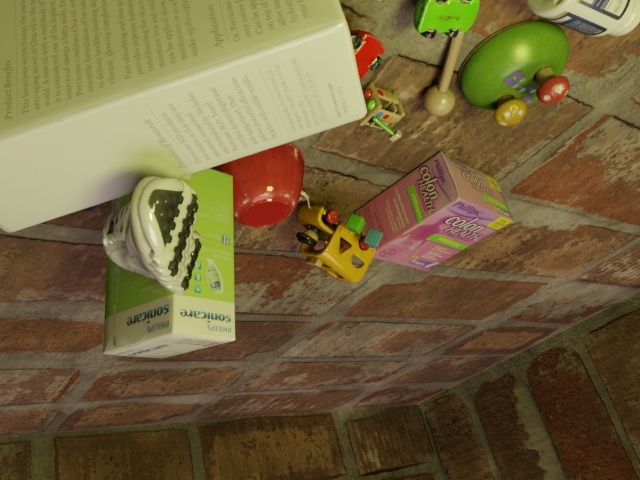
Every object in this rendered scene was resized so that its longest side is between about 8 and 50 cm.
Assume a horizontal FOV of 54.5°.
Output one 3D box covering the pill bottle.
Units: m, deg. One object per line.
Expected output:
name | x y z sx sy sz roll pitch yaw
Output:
pill bottle | 0.378 -0.343 0.876 0.170 0.094 0.094 5 147 -33

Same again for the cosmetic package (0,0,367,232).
cosmetic package | -0.200 -0.199 0.709 0.454 0.230 0.161 -17 153 4

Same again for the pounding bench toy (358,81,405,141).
pounding bench toy | 0.095 -0.203 1.005 0.065 0.083 0.052 8 145 -39

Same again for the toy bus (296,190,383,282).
toy bus | 0.011 0.006 1.247 0.202 0.104 0.191 24 165 11

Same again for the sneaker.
sneaker | -0.214 -0.004 0.762 0.118 0.110 0.292 18 160 -5

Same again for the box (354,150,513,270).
box | 0.240 -0.051 1.327 0.214 0.117 0.243 15 140 -44

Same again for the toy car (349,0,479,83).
toy car | 0.111 -0.307 0.830 0.225 0.053 0.239 -11 138 -29

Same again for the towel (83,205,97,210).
towel | -0.425 -0.079 1.034 0.120 0.029 0.067 13 142 -43

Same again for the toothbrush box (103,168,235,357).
toothbrush box | -0.250 0.037 1.022 0.206 0.283 0.122 -21 154 40

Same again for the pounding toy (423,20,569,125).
pounding toy | 0.303 -0.247 1.002 0.237 0.110 0.183 -6 151 -17

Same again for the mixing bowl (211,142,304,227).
mixing bowl | -0.105 -0.087 1.108 0.182 0.098 0.181 -13 153 -7
